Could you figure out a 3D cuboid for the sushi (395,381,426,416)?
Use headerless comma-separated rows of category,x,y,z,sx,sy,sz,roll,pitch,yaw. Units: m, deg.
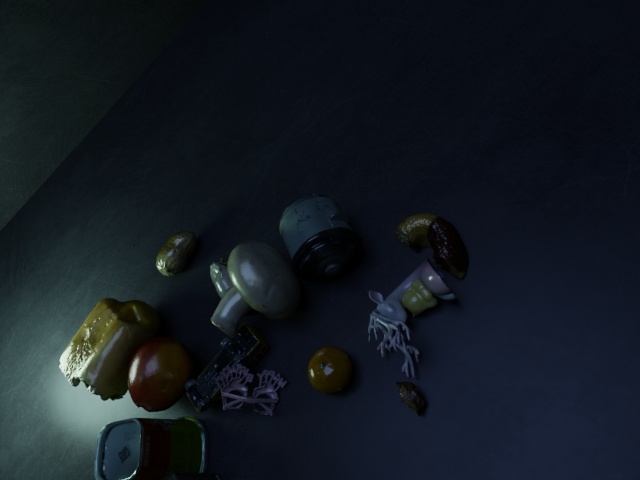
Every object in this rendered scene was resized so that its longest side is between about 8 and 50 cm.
sushi,0.273,0.477,1.533,0.060,0.061,0.118,-26,45,-16

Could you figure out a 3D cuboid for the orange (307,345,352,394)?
orange,0.029,0.426,1.657,0.156,0.124,0.156,-11,65,24

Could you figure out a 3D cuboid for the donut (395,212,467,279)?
donut,0.384,-0.013,1.682,0.295,0.112,0.151,38,91,36

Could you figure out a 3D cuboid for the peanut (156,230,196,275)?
peanut,-0.632,0.053,2.209,0.129,0.129,0.224,26,83,36

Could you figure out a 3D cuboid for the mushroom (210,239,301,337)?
mushroom,-0.210,0.166,1.785,0.315,0.315,0.356,-6,43,27

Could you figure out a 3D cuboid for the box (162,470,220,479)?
box,-0.474,0.923,1.631,0.297,0.225,0.190,-42,53,7

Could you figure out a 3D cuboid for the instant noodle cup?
instant noodle cup,-0.585,0.737,1.733,0.293,0.308,0.294,-12,62,24

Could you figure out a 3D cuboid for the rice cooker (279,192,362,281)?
rice cooker,0.000,0.000,1.800,0.316,0.264,0.317,-18,66,48

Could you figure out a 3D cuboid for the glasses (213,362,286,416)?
glasses,-0.248,0.513,1.732,0.255,0.095,0.162,10,78,-6

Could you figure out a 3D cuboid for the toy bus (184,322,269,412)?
toy bus,-0.341,0.470,1.843,0.335,0.123,0.121,-50,55,-1

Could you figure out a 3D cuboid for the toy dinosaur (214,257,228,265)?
toy dinosaur,-0.417,0.095,2.129,0.113,0.026,0.041,-33,61,22

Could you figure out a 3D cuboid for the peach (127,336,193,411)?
peach,-0.603,0.508,1.899,0.280,0.238,0.281,-11,62,22

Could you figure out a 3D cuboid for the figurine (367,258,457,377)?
figurine,0.274,0.230,1.576,0.315,0.206,0.284,-41,43,13

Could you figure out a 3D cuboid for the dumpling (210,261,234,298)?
dumpling,-0.355,0.195,1.987,0.247,0.142,0.172,50,132,14

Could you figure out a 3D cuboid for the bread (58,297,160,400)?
bread,-0.824,0.427,2.059,0.361,0.250,0.394,16,70,46
